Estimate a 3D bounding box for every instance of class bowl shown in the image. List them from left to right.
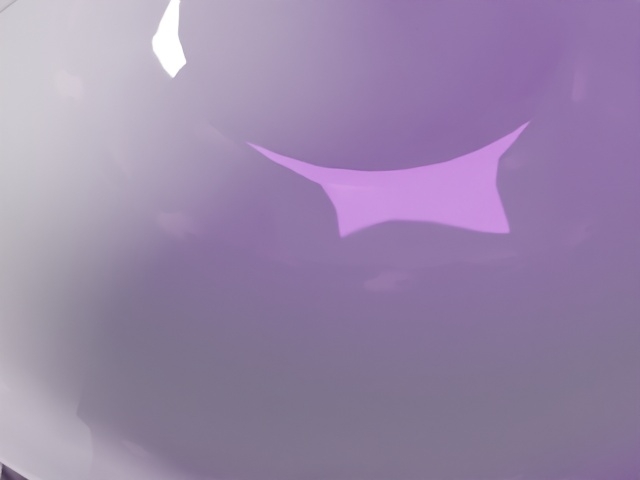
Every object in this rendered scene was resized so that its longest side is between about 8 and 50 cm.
[{"bbox_3d":[0.013,-0.028,0.533,0.298,0.134,0.298,3,138,3],"label":"bowl"}]

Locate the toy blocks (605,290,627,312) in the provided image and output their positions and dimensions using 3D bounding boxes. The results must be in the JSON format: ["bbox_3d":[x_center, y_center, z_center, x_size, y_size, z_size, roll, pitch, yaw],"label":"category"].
[{"bbox_3d":[0.249,0.091,0.559,0.309,0.260,0.288,27,159,-19],"label":"toy blocks"}]

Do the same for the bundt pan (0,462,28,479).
[{"bbox_3d":[-0.140,0.107,0.836,0.331,0.124,0.331,10,149,6],"label":"bundt pan"}]
